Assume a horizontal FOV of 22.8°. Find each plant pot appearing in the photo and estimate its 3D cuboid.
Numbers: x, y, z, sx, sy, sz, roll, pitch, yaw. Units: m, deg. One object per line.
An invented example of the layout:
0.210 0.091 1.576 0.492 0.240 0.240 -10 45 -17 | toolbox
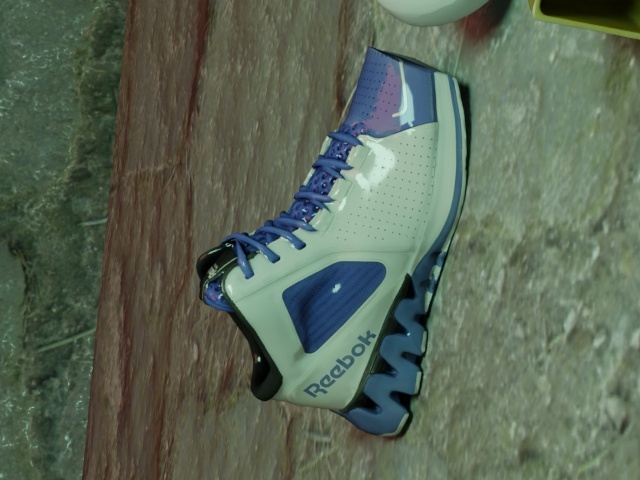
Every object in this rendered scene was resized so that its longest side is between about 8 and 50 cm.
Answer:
0.169 -0.172 0.963 0.083 0.081 0.081 -101 21 -74 | plant pot

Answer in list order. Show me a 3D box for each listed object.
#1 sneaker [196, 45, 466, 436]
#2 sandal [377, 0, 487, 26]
0.000 0.001 1.259 0.127 0.182 0.315 -146 64 -69 | sneaker
0.066 -0.324 1.290 0.102 0.169 0.416 52 -153 -52 | sandal
